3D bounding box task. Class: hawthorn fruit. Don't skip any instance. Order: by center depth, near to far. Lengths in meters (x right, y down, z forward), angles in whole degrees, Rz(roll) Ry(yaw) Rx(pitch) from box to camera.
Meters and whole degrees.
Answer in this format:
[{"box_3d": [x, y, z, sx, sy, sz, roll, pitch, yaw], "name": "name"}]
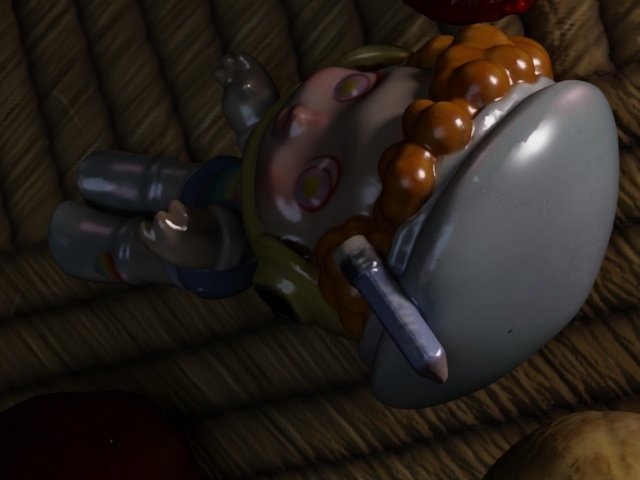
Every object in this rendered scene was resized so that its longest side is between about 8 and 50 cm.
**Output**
[{"box_3d": [-0.169, 0.178, 1.101, 0.169, 0.188, 0.169, 3, 96, 29], "name": "hawthorn fruit"}]

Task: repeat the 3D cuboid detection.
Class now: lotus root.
[{"box_3d": [0.163, 0.173, 0.935, 0.154, 0.257, 0.140, 36, 77, -6], "name": "lotus root"}]

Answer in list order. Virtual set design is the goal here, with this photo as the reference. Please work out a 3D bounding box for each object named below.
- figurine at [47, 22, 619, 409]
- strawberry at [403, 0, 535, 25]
[{"box_3d": [0.011, -0.024, 1.031, 0.382, 0.224, 0.205, 13, 147, 45], "name": "figurine"}, {"box_3d": [0.080, -0.193, 0.996, 0.131, 0.148, 0.131, -4, 102, -19], "name": "strawberry"}]
